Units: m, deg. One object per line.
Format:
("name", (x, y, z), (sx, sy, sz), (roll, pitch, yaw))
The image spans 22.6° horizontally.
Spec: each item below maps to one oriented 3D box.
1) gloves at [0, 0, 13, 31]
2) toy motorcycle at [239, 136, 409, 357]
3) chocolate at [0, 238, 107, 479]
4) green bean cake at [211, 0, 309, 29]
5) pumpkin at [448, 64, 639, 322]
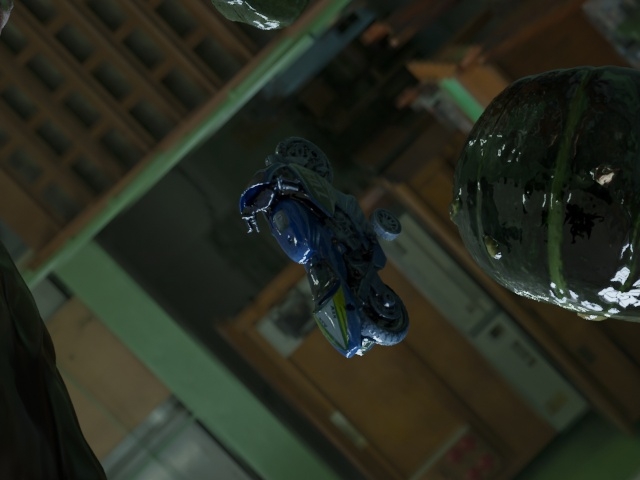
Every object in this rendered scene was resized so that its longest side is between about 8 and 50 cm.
("gloves", (-0.281, -0.125, 1.066), (0.126, 0.145, 0.241), (23, -175, -21))
("toy motorcycle", (0.000, 0.000, 1.548), (0.135, 0.092, 0.254), (-1, -125, -46))
("chocolate", (-0.187, 0.009, 0.367), (0.340, 0.210, 0.225), (51, 170, 23))
("green bean cake", (-0.064, -0.277, 1.206), (0.185, 0.183, 0.094), (34, 176, -28))
("pumpkin", (0.288, -0.041, 1.574), (0.323, 0.241, 0.323), (7, 177, 0))
